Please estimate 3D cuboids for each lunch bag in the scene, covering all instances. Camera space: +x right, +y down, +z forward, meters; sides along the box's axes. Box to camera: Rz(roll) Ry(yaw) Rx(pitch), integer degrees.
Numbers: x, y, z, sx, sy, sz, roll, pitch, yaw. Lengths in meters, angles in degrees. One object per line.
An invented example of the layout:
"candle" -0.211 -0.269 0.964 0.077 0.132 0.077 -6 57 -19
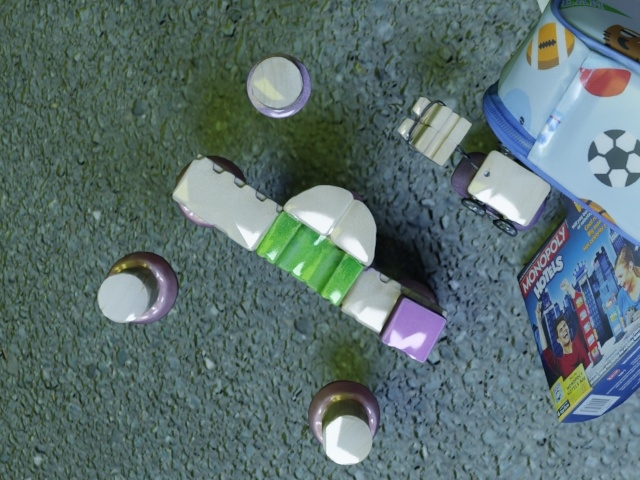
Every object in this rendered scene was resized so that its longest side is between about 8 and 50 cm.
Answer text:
"lunch bag" 0.272 -0.055 0.907 0.303 0.243 0.115 39 118 14

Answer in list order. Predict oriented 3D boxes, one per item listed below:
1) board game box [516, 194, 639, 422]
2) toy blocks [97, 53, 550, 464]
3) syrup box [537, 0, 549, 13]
"board game box" 0.235 0.016 1.101 0.194 0.060 0.194 121 147 -48
"toy blocks" 0.000 0.000 1.239 0.288 0.260 0.309 33 92 -1
"syrup box" 0.214 -0.248 1.089 0.096 0.093 0.237 -23 82 37
